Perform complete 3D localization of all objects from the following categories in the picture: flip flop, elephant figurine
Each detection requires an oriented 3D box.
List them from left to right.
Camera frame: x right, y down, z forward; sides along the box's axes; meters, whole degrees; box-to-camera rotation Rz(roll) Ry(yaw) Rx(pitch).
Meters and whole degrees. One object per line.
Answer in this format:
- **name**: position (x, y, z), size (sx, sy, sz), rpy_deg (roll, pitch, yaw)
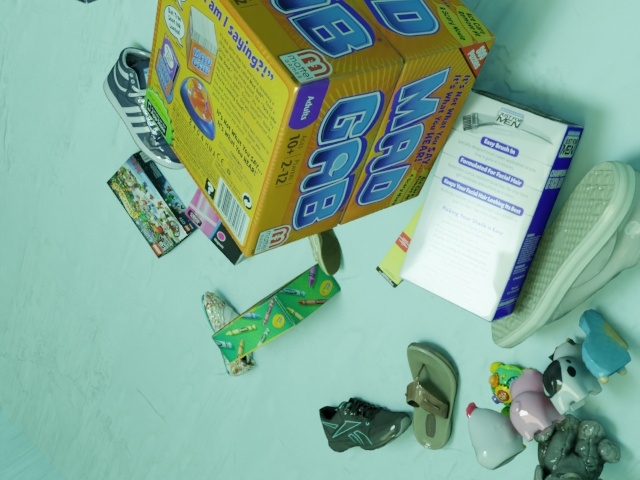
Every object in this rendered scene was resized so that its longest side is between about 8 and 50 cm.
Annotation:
- **flip flop**: position (0.220, 0.335, 1.896), size (0.112, 0.080, 0.277), rpy_deg (19, 127, 32)
- **elephant figurine**: position (0.441, 0.448, 1.639), size (0.169, 0.239, 0.186), rpy_deg (-20, 123, 38)

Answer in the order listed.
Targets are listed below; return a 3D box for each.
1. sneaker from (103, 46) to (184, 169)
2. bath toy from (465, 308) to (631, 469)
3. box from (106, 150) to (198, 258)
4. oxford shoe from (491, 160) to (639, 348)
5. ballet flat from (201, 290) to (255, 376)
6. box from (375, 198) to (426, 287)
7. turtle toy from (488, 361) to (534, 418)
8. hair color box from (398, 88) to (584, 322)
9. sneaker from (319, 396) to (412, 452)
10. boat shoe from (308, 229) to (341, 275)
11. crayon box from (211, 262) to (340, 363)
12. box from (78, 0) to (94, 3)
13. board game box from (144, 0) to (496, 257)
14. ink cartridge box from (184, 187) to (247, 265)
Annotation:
- **sneaker**: position (-0.369, -0.297, 2.008), size (0.282, 0.099, 0.153), rpy_deg (51, 139, 8)
- **bath toy**: position (0.390, 0.274, 1.630), size (0.348, 0.151, 0.129), rpy_deg (-49, 63, 31)
- **box**: position (-0.411, -0.087, 2.215), size (0.233, 0.044, 0.159), rpy_deg (55, 137, 0)
- **oxford shoe**: position (0.417, 0.049, 1.508), size (0.130, 0.169, 0.449), rpy_deg (15, 138, -14)
- **ballet flat**: position (-0.219, 0.225, 2.229), size (0.077, 0.091, 0.241), rpy_deg (-11, 115, 13)
- **box**: position (0.190, -0.012, 1.703), size (0.058, 0.087, 0.232), rpy_deg (44, 137, 11)
- **turtle toy**: position (0.367, 0.296, 1.752), size (0.095, 0.066, 0.130), rpy_deg (5, 118, 40)
- **hair color box**: position (0.277, -0.060, 1.497), size (0.185, 0.110, 0.339), rpy_deg (27, 109, 28)
- **sneaker**: position (0.090, 0.410, 2.043), size (0.267, 0.101, 0.106), rpy_deg (-23, 97, 46)
- **boat shoe**: position (-0.002, 0.000, 1.905), size (0.048, 0.056, 0.153), rpy_deg (-3, 112, 52)
- **crayon box**: position (-0.101, 0.161, 2.008), size (0.081, 0.165, 0.278), rpy_deg (55, 137, 0)
- **box**: position (-0.384, -0.630, 1.671), size (0.182, 0.294, 0.296), rpy_deg (26, 130, 26)
- **board game box**: position (-0.023, -0.259, 1.423), size (0.356, 0.356, 0.356), rpy_deg (54, 146, 25)
- **ink cartridge box**: position (-0.162, -0.116, 1.969), size (0.176, 0.069, 0.371), rpy_deg (46, 134, 9)
